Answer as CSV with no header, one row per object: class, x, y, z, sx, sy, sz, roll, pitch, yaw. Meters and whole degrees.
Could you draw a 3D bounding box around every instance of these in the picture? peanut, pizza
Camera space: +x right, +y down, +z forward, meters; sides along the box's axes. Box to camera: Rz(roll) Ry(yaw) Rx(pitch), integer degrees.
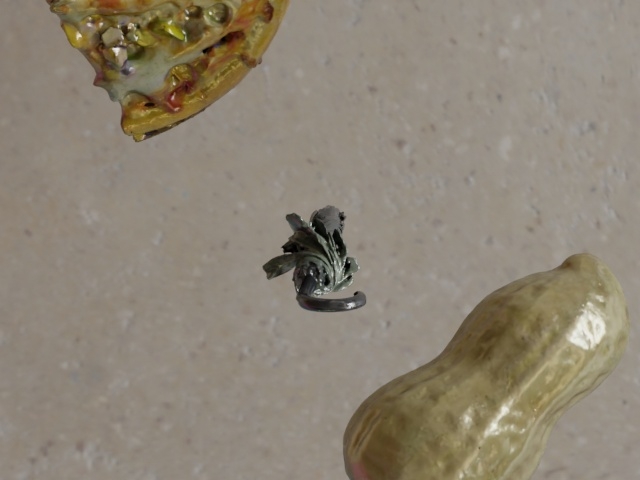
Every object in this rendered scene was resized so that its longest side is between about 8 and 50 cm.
peanut,0.129,0.113,0.909,0.257,0.123,0.123,-37,70,-18
pizza,-0.110,-0.147,0.851,0.185,0.176,0.036,-32,55,24

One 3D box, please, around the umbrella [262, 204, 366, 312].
umbrella,-0.006,0.000,0.612,0.044,0.269,0.044,-2,99,-1
